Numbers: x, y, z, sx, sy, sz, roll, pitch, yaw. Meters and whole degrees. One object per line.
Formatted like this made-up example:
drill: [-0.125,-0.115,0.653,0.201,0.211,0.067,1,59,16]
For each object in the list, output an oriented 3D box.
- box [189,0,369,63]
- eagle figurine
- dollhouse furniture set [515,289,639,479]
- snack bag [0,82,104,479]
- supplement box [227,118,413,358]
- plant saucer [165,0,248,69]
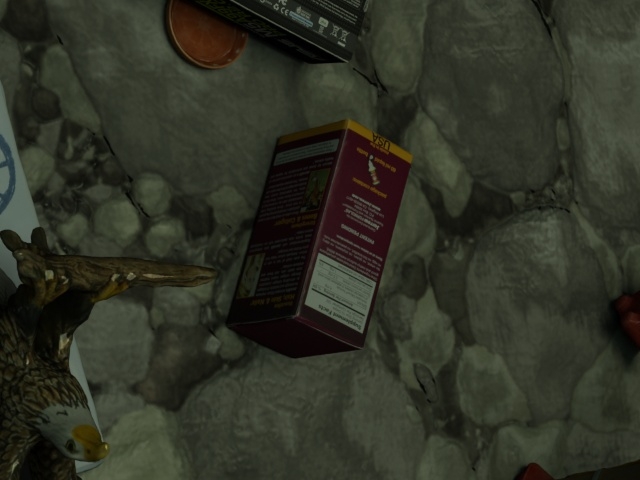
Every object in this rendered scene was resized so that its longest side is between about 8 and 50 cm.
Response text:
box: [-0.057,-0.301,1.693,0.270,0.060,0.216,24,77,-36]
eagle figurine: [-0.214,0.149,1.426,0.226,0.225,0.298,13,97,-5]
dollhouse furniture set: [0.338,0.187,1.877,0.152,0.201,0.374,46,53,-22]
snack bag: [-0.330,0.069,1.485,0.323,0.037,0.342,-22,99,-37]
supplement box: [0.000,0.000,1.701,0.081,0.104,0.188,27,68,-31]
plant saucer: [-0.100,-0.191,1.713,0.083,0.013,0.083,7,78,-35]
